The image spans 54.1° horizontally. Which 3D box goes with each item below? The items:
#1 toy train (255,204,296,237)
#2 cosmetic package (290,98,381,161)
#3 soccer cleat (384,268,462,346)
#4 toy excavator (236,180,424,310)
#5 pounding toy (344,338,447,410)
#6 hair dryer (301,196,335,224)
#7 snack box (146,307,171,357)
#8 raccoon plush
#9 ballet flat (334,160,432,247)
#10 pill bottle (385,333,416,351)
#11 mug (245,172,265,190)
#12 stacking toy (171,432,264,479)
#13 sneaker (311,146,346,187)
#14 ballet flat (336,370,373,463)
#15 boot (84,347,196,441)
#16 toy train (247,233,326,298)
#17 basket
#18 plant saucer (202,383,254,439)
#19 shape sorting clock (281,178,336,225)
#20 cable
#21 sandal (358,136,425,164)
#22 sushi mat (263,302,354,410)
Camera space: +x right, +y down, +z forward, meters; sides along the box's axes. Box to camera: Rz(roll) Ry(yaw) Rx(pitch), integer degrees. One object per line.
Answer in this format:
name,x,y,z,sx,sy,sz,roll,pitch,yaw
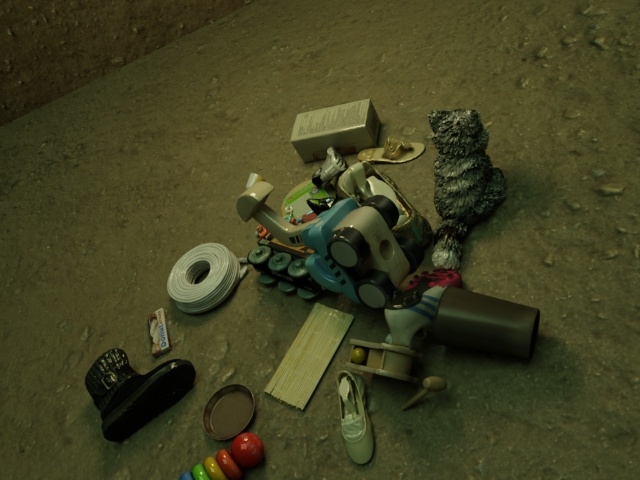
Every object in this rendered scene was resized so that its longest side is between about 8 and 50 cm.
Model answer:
toy train,-0.162,-0.052,2.159,0.166,0.046,0.125,-38,51,19
cosmetic package,0.058,-0.400,2.297,0.296,0.129,0.153,-6,52,24
soccer cleat,0.275,0.175,1.668,0.116,0.143,0.331,1,15,40
toy excavator,0.000,0.000,1.788,0.445,0.432,0.222,-15,25,46
pounding toy,0.167,0.339,1.576,0.270,0.154,0.154,1,75,48
hair dryer,0.026,-0.085,1.985,0.293,0.224,0.080,-21,44,61
snack box,-0.544,0.308,2.108,0.064,0.022,0.178,-28,45,3
raccoon plush,0.400,-0.171,1.794,0.216,0.299,0.446,-7,51,24
ballet flat,0.174,-0.149,1.983,0.164,0.182,0.483,-38,45,-4
pill bottle,0.216,0.284,1.694,0.043,0.043,0.083,-48,46,-14
mug,-0.244,-0.210,2.355,0.078,0.062,0.064,9,66,42
stacking toy,-0.291,0.623,1.633,0.330,0.141,0.141,-38,45,-10
sneaker,0.020,-0.250,2.187,0.132,0.086,0.228,-44,8,11
ballet flat,0.080,0.443,1.608,0.086,0.086,0.248,-20,47,13
boot,-0.571,0.423,1.951,0.348,0.131,0.260,-36,45,-2
toy train,-0.078,0.064,1.987,0.334,0.142,0.190,16,51,39
basket,0.419,0.209,1.565,0.227,0.204,0.154,10,97,25
plant saucer,-0.258,0.492,1.792,0.169,0.029,0.168,-15,48,18
shape sorting clock,-0.041,-0.134,2.189,0.206,0.040,0.206,-13,53,17
cable,-0.398,0.126,2.134,0.257,0.089,0.257,10,59,35
sandal,0.234,-0.319,2.166,0.240,0.079,0.088,-5,51,25
sushi mat,-0.032,0.329,1.811,0.152,0.019,0.316,14,61,35
